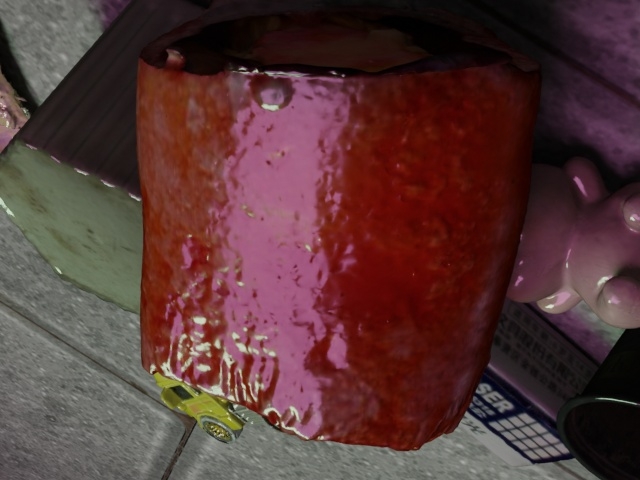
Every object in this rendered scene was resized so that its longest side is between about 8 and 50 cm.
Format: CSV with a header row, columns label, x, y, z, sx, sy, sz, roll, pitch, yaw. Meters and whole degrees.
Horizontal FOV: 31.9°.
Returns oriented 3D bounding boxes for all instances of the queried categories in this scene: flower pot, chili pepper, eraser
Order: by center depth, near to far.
label,x,y,z,sx,sy,sz,roll,pitch,yaw
chili pepper,0.000,0.000,0.743,0.251,0.305,0.229,2,-163,-14
flower pot,0.282,0.135,0.904,0.157,0.107,0.157,23,149,15
flower pot,-0.132,-0.062,0.926,0.209,0.190,0.239,41,149,-15
eraser,0.116,0.086,1.007,0.287,0.086,0.130,39,150,-10

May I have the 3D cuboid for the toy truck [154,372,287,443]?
label,x,y,z,sx,sy,sz,roll,pitch,yaw
toy truck,-0.076,0.118,1.190,0.157,0.124,0.272,43,147,-17

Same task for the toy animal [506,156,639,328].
label,x,y,z,sx,sy,sz,roll,pitch,yaw
toy animal,0.150,-0.005,0.822,0.212,0.124,0.124,14,145,22

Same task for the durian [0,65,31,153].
label,x,y,z,sx,sy,sz,roll,pitch,yaw
durian,-0.353,-0.126,1.127,0.132,0.165,0.182,-4,176,1
